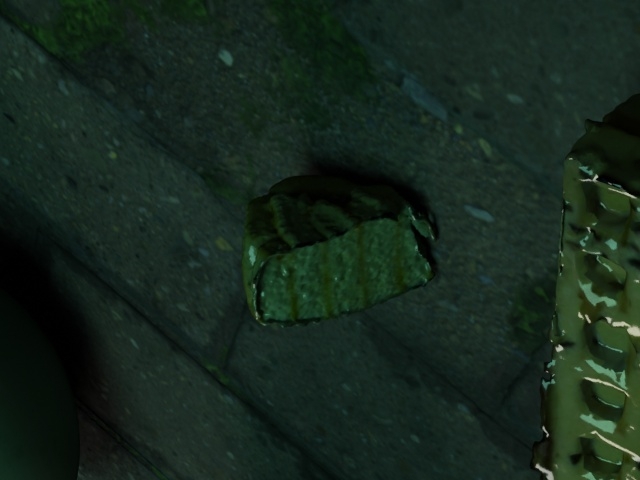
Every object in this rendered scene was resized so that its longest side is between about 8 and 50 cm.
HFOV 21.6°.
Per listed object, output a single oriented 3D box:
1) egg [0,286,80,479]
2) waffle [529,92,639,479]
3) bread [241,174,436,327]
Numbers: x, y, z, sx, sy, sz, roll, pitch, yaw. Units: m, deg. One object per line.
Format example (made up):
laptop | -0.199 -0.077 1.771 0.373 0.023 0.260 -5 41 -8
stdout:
egg | -0.402 0.198 1.811 0.276 0.276 0.389 16 131 38
waffle | 0.281 0.102 1.129 0.261 0.114 0.376 27 139 29
bread | 0.005 -0.002 1.353 0.110 0.156 0.103 -122 25 -52
